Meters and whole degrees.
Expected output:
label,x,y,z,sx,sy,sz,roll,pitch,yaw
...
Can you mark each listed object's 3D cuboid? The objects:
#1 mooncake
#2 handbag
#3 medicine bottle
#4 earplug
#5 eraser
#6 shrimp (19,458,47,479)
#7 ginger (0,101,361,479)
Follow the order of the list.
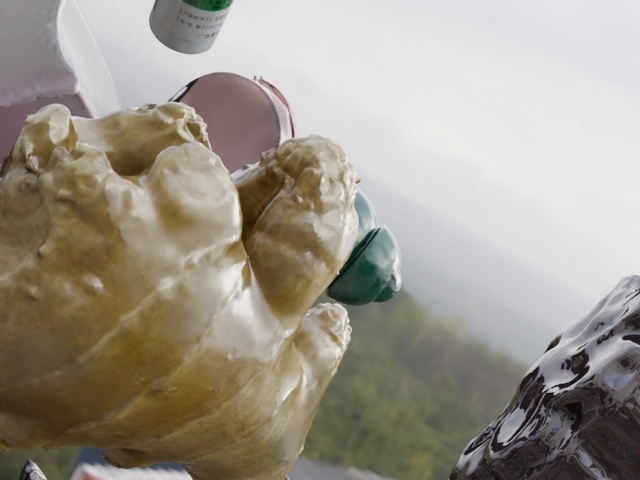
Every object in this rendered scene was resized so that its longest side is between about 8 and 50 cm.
label,x,y,z,sx,sy,sz,roll,pitch,yaw
mooncake,0.329,0.208,1.784,0.212,0.381,0.350,45,-41,-4
handbag,-0.127,-0.124,2.049,0.179,0.205,0.116,39,3,13
medicine bottle,-0.130,-0.342,1.903,0.095,0.260,0.095,13,48,-15
earplug,0.004,-0.004,2.260,0.280,0.164,0.257,38,9,-7
eraser,-0.313,-0.094,1.396,0.272,0.122,0.359,-11,-16,1
shrimp,-0.511,0.377,2.325,0.272,0.445,0.085,4,33,-16
ginger,-0.077,0.035,0.925,0.166,0.236,0.375,27,-1,19
